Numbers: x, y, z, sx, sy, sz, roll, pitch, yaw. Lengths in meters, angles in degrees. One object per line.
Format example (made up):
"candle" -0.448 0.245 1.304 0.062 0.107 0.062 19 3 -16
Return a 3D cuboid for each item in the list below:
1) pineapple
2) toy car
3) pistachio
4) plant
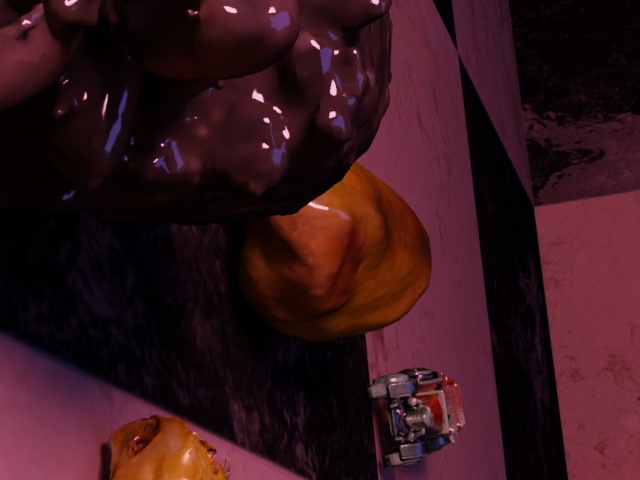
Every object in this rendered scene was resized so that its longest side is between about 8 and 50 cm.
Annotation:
"pineapple" -0.068 0.141 0.648 0.116 0.069 0.137 12 61 -70
"toy car" 0.077 0.137 1.237 0.143 0.054 0.073 12 69 -76
"pistachio" -0.002 -0.003 0.928 0.110 0.100 0.189 62 16 21
"plant" -0.071 -0.105 0.541 0.321 0.182 0.194 32 50 -78
